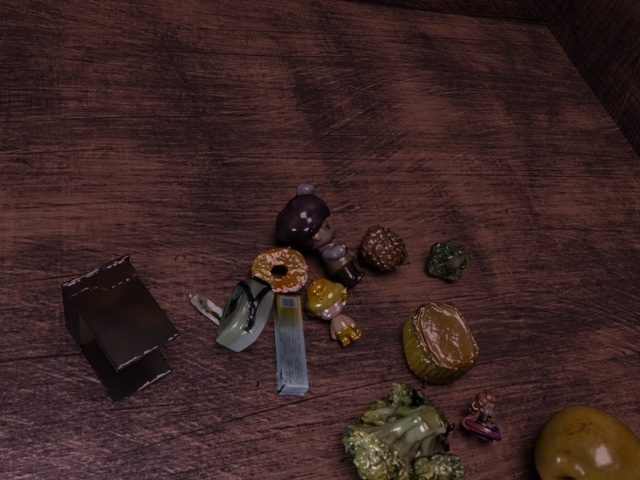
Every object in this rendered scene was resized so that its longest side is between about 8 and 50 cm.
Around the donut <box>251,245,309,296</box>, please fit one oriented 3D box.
[{"bbox_3d":[-0.136,0.111,1.932,0.190,0.074,0.174,-19,68,-20],"label":"donut"}]

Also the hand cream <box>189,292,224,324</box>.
[{"bbox_3d":[-0.338,0.216,1.818,0.165,0.037,0.057,36,51,0],"label":"hand cream"}]

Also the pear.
[{"bbox_3d":[0.798,0.647,1.748,0.314,0.314,0.314,10,52,-13],"label":"pear"}]

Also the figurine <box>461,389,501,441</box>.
[{"bbox_3d":[0.500,0.545,1.823,0.126,0.114,0.157,12,66,-31],"label":"figurine"}]

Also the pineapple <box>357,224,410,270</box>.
[{"bbox_3d":[0.232,0.037,2.078,0.193,0.166,0.166,30,50,2],"label":"pineapple"}]

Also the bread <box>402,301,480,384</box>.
[{"bbox_3d":[0.391,0.338,1.925,0.227,0.142,0.253,1,58,-22],"label":"bread"}]

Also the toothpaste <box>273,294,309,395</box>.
[{"bbox_3d":[-0.093,0.317,1.805,0.089,0.071,0.313,6,53,-19],"label":"toothpaste"}]

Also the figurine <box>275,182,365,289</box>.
[{"bbox_3d":[0.015,-0.010,1.990,0.365,0.206,0.218,36,24,5],"label":"figurine"}]

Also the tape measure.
[{"bbox_3d":[-0.223,0.194,1.757,0.115,0.207,0.235,28,50,-16],"label":"tape measure"}]

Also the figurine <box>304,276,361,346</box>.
[{"bbox_3d":[0.040,0.223,1.900,0.156,0.131,0.246,-30,82,8],"label":"figurine"}]

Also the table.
[{"bbox_3d":[-0.536,0.241,1.581,0.196,0.250,0.282,-28,67,-34],"label":"table"}]

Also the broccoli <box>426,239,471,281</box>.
[{"bbox_3d":[0.474,0.073,2.159,0.162,0.138,0.145,14,90,-13],"label":"broccoli"}]

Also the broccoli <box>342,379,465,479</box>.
[{"bbox_3d":[0.235,0.530,1.627,0.348,0.281,0.293,14,53,-22],"label":"broccoli"}]
